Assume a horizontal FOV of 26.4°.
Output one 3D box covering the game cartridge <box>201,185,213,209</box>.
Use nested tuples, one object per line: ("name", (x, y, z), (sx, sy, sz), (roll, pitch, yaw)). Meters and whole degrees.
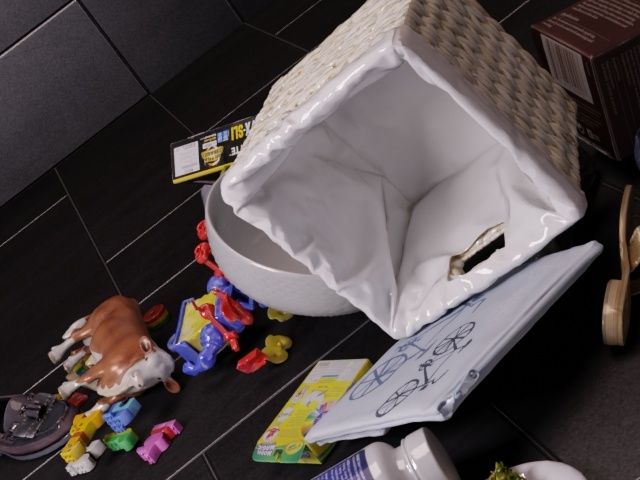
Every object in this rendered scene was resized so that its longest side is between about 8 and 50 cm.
("game cartridge", (-0.102, -0.136, 2.651), (0.294, 0.060, 0.196), (-35, 26, 4))

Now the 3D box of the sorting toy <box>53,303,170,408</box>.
("sorting toy", (-0.394, 0.203, 2.410), (0.274, 0.046, 0.132), (-46, 24, -21))

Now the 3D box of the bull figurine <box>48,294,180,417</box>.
("bull figurine", (-0.337, 0.197, 2.230), (0.188, 0.101, 0.310), (-32, 27, -1))

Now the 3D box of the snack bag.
("snack bag", (0.163, 0.127, 1.630), (0.323, 0.037, 0.342), (-41, 7, -29))

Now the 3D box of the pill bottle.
("pill bottle", (0.056, 0.286, 1.492), (0.187, 0.112, 0.112), (-33, 22, 10))

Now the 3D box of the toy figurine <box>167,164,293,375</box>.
("toy figurine", (-0.179, 0.086, 2.138), (0.217, 0.191, 0.362), (-37, 30, 31))

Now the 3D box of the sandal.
("sandal", (0.385, 0.031, 1.595), (0.079, 0.088, 0.240), (3, 44, 20))

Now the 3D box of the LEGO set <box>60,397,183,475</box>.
("LEGO set", (-0.330, 0.307, 2.054), (0.227, 0.087, 0.093), (-20, 27, 37))

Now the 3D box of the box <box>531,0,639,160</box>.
("box", (0.428, -0.244, 1.857), (0.203, 0.167, 0.168), (-27, 30, -8))

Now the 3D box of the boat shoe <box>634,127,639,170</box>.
("boat shoe", (0.453, -0.119, 1.653), (0.127, 0.158, 0.340), (-27, 24, 21))

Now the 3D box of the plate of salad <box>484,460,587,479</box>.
("plate of salad", (0.183, 0.292, 1.381), (0.200, 0.048, 0.200), (-30, 23, 14))

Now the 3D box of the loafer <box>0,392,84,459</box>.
("loafer", (-0.522, 0.308, 2.318), (0.303, 0.095, 0.109), (-13, 37, 46))

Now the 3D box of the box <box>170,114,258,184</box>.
("box", (-0.049, -0.147, 2.311), (0.322, 0.079, 0.257), (1, -12, -45))

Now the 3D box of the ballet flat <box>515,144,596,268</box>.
("ballet flat", (0.295, -0.047, 1.826), (0.095, 0.096, 0.280), (-19, 28, 35))

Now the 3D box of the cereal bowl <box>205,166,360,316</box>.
("cereal bowl", (0.000, 0.000, 2.019), (0.339, 0.141, 0.339), (-1, 38, 1))

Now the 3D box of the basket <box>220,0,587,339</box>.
("basket", (0.110, -0.119, 1.716), (0.328, 0.331, 0.266), (-38, 23, 32))

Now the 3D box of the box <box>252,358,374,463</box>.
("box", (-0.006, 0.232, 1.788), (0.105, 0.043, 0.179), (-8, 33, 49))
